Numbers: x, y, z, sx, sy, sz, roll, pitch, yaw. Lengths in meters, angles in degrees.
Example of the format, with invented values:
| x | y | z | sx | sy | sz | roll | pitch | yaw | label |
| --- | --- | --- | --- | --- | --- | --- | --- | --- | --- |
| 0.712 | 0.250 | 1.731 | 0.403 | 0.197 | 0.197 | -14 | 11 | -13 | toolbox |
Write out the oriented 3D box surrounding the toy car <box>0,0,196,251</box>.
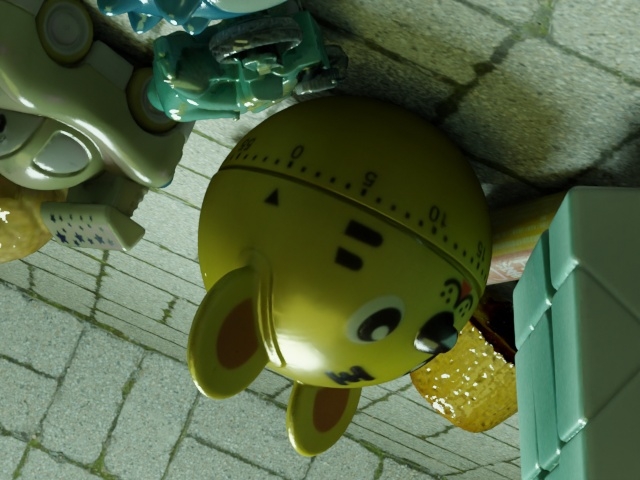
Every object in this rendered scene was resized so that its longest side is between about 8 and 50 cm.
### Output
| x | y | z | sx | sy | sz | roll | pitch | yaw | label |
| --- | --- | --- | --- | --- | --- | --- | --- | --- | --- |
| -0.349 | -0.156 | 1.705 | 0.242 | 0.226 | 0.336 | 5 | 157 | 46 | toy car |

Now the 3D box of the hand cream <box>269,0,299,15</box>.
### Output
| x | y | z | sx | sy | sz | roll | pitch | yaw | label |
| --- | --- | --- | --- | --- | --- | --- | --- | --- | --- |
| -0.047 | -0.229 | 1.419 | 0.076 | 0.047 | 0.174 | 13 | 154 | 15 | hand cream |

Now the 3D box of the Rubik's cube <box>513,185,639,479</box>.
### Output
| x | y | z | sx | sy | sz | roll | pitch | yaw | label |
| --- | --- | --- | --- | --- | --- | --- | --- | --- | --- |
| 0.377 | 0.147 | 1.381 | 0.318 | 0.322 | 0.316 | 1 | 158 | -3 | Rubik's cube |

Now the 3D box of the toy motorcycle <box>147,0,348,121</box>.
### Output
| x | y | z | sx | sy | sz | roll | pitch | yaw | label |
| --- | --- | --- | --- | --- | --- | --- | --- | --- | --- |
| -0.080 | -0.172 | 1.311 | 0.198 | 0.109 | 0.296 | -14 | 178 | 6 | toy motorcycle |

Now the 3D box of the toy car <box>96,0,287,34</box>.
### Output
| x | y | z | sx | sy | sz | roll | pitch | yaw | label |
| --- | --- | --- | --- | --- | --- | --- | --- | --- | --- |
| -0.115 | -0.263 | 1.146 | 0.255 | 0.190 | 0.188 | 13 | 160 | 25 | toy car |

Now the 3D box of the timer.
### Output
| x | y | z | sx | sy | sz | roll | pitch | yaw | label |
| --- | --- | --- | --- | --- | --- | --- | --- | --- | --- |
| 0.015 | 0.041 | 1.566 | 0.376 | 0.387 | 0.376 | 23 | 166 | 6 | timer |

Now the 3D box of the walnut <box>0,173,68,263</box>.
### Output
| x | y | z | sx | sy | sz | roll | pitch | yaw | label |
| --- | --- | --- | --- | --- | --- | --- | --- | --- | --- |
| -0.500 | -0.120 | 1.926 | 0.332 | 0.333 | 0.333 | 21 | 163 | 7 | walnut |

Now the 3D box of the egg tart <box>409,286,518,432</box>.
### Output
| x | y | z | sx | sy | sz | roll | pitch | yaw | label |
| --- | --- | --- | --- | --- | --- | --- | --- | --- | --- |
| 0.235 | 0.168 | 1.951 | 0.215 | 0.171 | 0.215 | 33 | -160 | -14 | egg tart |

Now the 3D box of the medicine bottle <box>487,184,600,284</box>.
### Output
| x | y | z | sx | sy | sz | roll | pitch | yaw | label |
| --- | --- | --- | --- | --- | --- | --- | --- | --- | --- |
| 0.205 | 0.007 | 1.705 | 0.108 | 0.108 | 0.426 | 29 | 161 | -20 | medicine bottle |
